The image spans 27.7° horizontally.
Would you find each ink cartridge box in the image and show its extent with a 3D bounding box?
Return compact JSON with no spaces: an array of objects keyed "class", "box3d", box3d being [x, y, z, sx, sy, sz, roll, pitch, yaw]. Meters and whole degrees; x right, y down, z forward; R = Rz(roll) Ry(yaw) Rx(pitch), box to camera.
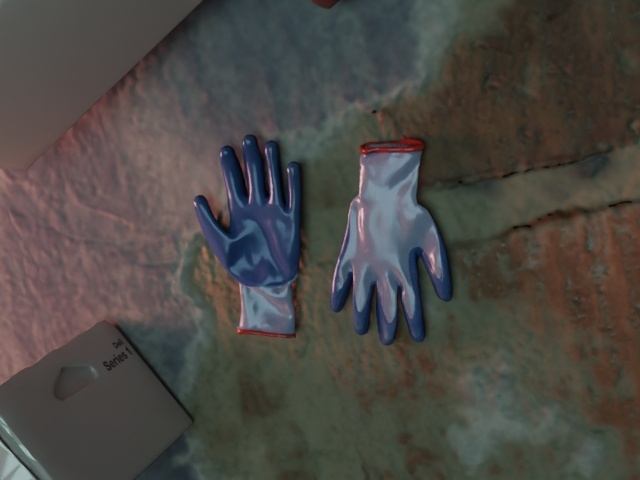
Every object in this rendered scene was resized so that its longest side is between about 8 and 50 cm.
[{"class":"ink cartridge box","box3d":[-0.257,0.210,1.008,0.278,0.201,0.117,-42,89,22]}]

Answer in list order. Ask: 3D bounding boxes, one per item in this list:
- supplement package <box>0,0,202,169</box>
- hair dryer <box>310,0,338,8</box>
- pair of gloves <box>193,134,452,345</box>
[{"class":"supplement package","box3d":[-0.205,-0.204,0.879,0.293,0.175,0.178,-40,73,23]},{"class":"hair dryer","box3d":[0.034,-0.300,0.864,0.223,0.080,0.294,16,105,33]},{"class":"pair of gloves","box3d":[0.000,0.000,0.965,0.198,0.023,0.159,2,102,18]}]
